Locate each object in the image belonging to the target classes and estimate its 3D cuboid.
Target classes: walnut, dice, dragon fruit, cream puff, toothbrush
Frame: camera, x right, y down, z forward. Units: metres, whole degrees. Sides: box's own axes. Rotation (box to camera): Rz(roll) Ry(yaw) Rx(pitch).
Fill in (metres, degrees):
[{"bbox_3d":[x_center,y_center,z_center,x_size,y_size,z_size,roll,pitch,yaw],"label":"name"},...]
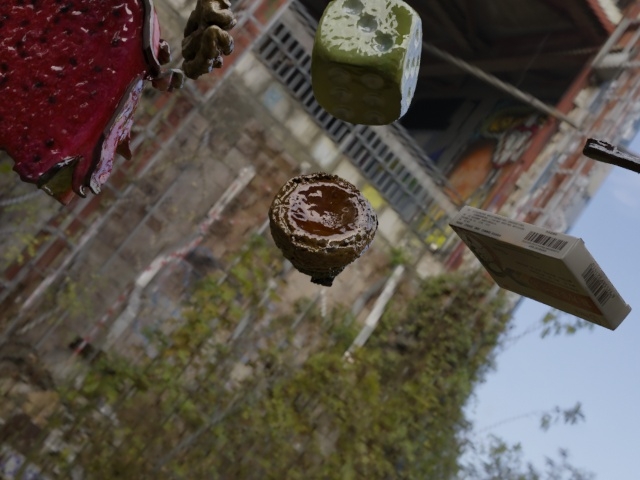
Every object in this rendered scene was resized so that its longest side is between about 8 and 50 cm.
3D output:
[{"bbox_3d":[-0.193,-0.353,1.617,0.069,0.142,0.170,8,-10,-24],"label":"walnut"},{"bbox_3d":[0.082,-0.316,1.632,0.166,0.169,0.169,10,-29,14],"label":"dice"},{"bbox_3d":[-0.178,-0.141,0.648,0.274,0.161,0.126,47,-2,18],"label":"dragon fruit"},{"bbox_3d":[0.000,0.000,1.584,0.183,0.183,0.169,33,-33,17],"label":"cream puff"},{"bbox_3d":[0.464,-0.045,1.020,0.364,0.041,0.041,18,-18,6],"label":"toothbrush"}]

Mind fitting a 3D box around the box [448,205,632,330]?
[{"bbox_3d":[0.426,0.048,1.847,0.214,0.069,0.353,48,-10,-28],"label":"box"}]
